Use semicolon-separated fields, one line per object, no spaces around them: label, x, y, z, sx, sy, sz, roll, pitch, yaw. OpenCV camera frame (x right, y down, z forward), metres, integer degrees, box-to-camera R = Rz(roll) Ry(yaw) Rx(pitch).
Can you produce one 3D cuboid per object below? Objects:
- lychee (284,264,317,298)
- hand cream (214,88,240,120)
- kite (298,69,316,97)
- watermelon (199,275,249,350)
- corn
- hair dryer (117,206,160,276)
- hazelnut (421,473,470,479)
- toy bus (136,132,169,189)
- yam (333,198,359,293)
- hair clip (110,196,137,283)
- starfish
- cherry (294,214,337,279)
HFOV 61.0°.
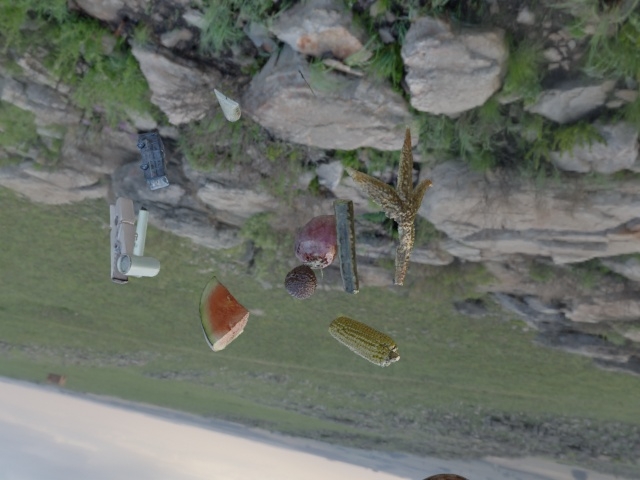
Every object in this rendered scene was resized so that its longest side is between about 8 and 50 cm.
lychee;-0.069;0.152;1.966;0.123;0.124;0.129;3;164;24
hand cream;-0.318;-0.471;1.913;0.095;0.059;0.276;31;178;-4
kite;-0.042;-0.435;1.473;0.004;0.090;0.122;-34;155;5
watermelon;-0.272;0.192;1.437;0.145;0.137;0.193;43;-171;8
corn;0.160;0.371;2.021;0.321;0.119;0.119;22;167;37
hair dryer;-0.614;0.003;1.869;0.073;0.237;0.131;0;174;35
hazelnut;0.275;0.593;1.157;0.180;0.181;0.212;-34;140;19
toy bus;-0.431;-0.207;1.401;0.065;0.166;0.047;-15;148;-8
yam;0.076;0.018;1.565;0.061;0.274;0.061;-5;-172;1
hair clip;-0.757;-0.002;2.102;0.101;0.331;0.085;-30;151;35
starfish;0.245;-0.122;1.733;0.132;0.384;0.398;-5;140;47
cherry;0.000;0.000;2.129;0.175;0.250;0.192;17;157;26
